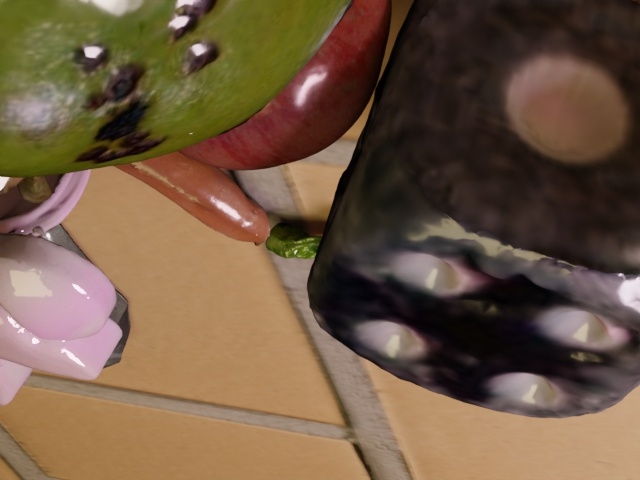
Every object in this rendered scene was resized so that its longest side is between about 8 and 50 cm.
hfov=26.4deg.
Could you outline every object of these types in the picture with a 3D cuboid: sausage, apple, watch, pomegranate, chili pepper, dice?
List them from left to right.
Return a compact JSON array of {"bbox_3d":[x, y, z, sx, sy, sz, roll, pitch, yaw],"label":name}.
[{"bbox_3d":[-0.222,-0.051,0.835,0.248,0.217,0.211,34,147,-32],"label":"watch"},{"bbox_3d":[-0.109,-0.119,0.523,0.291,0.323,0.291,13,-166,-3],"label":"pomegranate"},{"bbox_3d":[-0.107,-0.049,0.945,0.177,0.040,0.047,32,147,-22],"label":"sausage"},{"bbox_3d":[-0.035,-0.111,0.701,0.153,0.153,0.120,3,176,26],"label":"apple"},{"bbox_3d":[0.001,0.001,0.974,0.091,0.030,0.034,-4,119,31],"label":"chili pepper"},{"bbox_3d":[0.104,-0.022,0.727,0.182,0.181,0.183,22,150,-1],"label":"dice"}]

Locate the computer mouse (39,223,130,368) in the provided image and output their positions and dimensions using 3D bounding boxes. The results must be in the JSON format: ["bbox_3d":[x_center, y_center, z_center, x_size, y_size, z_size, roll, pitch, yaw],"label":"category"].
[{"bbox_3d":[-0.245,0.051,1.153,0.126,0.071,0.231,4,145,25],"label":"computer mouse"}]
